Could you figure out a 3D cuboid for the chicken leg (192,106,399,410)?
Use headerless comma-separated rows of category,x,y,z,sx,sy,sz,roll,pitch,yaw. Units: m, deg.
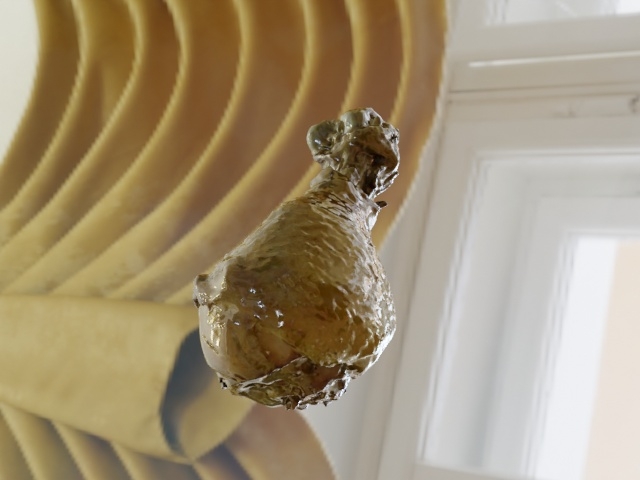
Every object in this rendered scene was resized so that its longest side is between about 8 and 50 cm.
chicken leg,0.003,-0.001,0.715,0.107,0.087,0.251,48,-144,-22
